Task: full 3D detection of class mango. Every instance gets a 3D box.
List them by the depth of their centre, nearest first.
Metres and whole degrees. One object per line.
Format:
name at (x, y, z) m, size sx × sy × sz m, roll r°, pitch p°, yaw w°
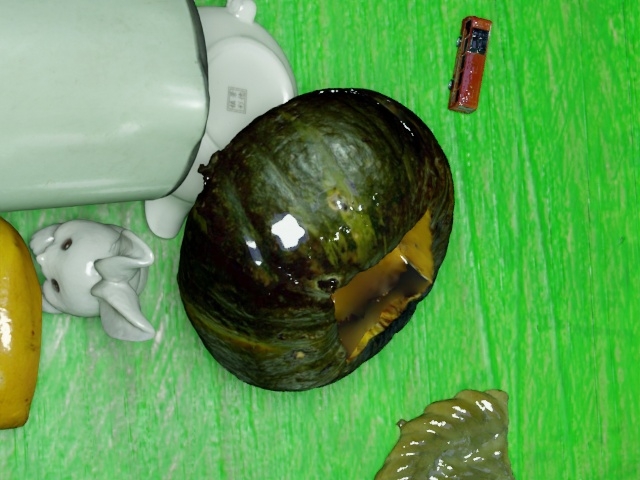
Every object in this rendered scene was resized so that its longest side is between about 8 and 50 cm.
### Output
mango at (-0.331, 0.081, 1.250) m, size 0.102 × 0.141 × 0.217 m, roll 0°, pitch 100°, yaw -26°

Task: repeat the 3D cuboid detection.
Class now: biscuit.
biscuit at (0.146, 0.309, 1.396) m, size 0.187 × 0.036 × 0.273 m, roll -12°, pitch 89°, yaw -12°

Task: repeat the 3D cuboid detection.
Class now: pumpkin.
pumpkin at (0.000, 0.000, 1.253) m, size 0.192 × 0.320 × 0.320 m, roll 34°, pitch 79°, yaw 27°

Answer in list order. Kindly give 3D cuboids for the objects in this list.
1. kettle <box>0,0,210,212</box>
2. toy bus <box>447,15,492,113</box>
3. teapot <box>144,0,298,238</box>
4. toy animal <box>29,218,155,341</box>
kettle at (-0.332, -0.150, 1.111) m, size 0.377 × 0.361 × 0.249 m, roll -3°, pitch 106°, yaw -31°
toy bus at (0.169, -0.199, 1.425) m, size 0.031 × 0.043 × 0.110 m, roll 11°, pitch 85°, yaw -11°
teapot at (-0.117, -0.150, 1.320) m, size 0.204 × 0.139 × 0.298 m, roll 15°, pitch 80°, yaw -38°
toy animal at (-0.225, 0.033, 1.243) m, size 0.131 × 0.221 × 0.103 m, roll 13°, pitch 89°, yaw -12°
